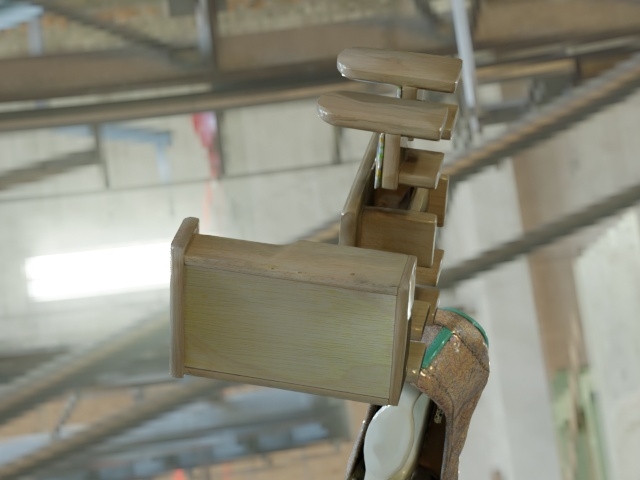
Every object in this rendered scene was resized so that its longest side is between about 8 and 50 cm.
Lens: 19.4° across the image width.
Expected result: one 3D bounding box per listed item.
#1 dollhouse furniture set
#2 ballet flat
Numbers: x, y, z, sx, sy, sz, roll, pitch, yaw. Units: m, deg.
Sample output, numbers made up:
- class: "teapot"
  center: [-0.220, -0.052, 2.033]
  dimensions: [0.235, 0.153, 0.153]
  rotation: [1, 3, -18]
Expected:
- class: "dollhouse furniture set"
  center: [0.000, 0.000, 1.349]
  dimensions: [0.161, 0.212, 0.242]
  rotation: [8, 32, 9]
- class: "ballet flat"
  center: [0.062, 0.190, 1.559]
  dimensions: [0.107, 0.106, 0.316]
  rotation: [23, -48, 19]
